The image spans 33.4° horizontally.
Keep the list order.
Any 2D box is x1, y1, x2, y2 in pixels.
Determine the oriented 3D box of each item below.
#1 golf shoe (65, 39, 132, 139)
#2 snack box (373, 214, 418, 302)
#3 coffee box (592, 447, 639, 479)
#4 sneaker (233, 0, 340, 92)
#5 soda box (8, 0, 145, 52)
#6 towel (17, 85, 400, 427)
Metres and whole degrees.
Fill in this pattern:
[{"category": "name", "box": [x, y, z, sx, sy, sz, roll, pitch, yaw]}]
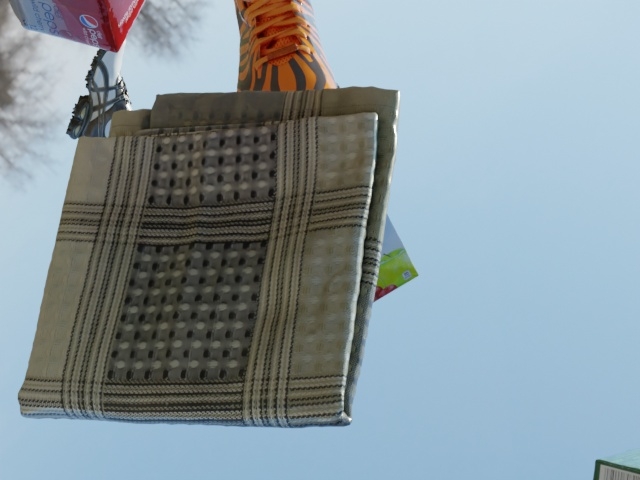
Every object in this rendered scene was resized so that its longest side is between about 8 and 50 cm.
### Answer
[{"category": "golf shoe", "box": [-0.329, -0.237, 1.685, 0.077, 0.094, 0.198, -85, -160, -60]}, {"category": "snack box", "box": [0.000, 0.000, 1.314, 0.174, 0.207, 0.070, -31, -149, -2]}, {"category": "coffee box", "box": [0.376, 0.249, 1.055, 0.184, 0.113, 0.040, 8, -88, 38]}, {"category": "sneaker", "box": [-0.057, -0.227, 1.133, 0.125, 0.180, 0.321, -15, -144, -1]}, {"category": "soda box", "box": [-0.160, -0.282, 0.868, 0.083, 0.092, 0.263, 90, 18, -60]}, {"category": "towel", "box": [-0.097, 0.002, 0.930, 0.312, 0.056, 0.324, -2, -118, 23]}]
